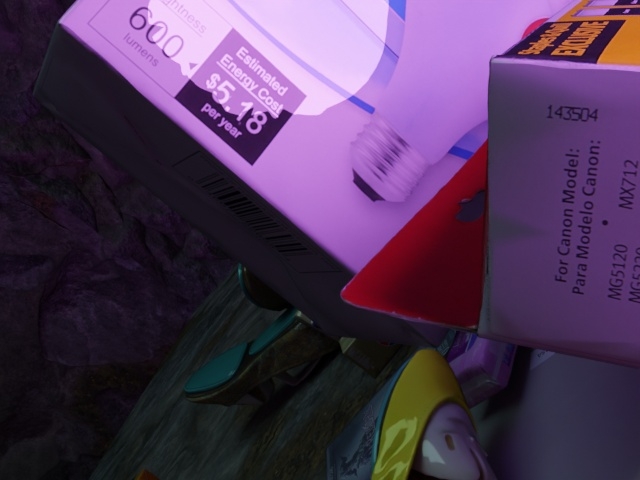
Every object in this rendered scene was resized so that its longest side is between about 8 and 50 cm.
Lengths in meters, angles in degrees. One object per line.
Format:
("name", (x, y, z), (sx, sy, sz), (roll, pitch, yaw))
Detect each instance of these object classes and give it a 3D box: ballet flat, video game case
("ballet flat", (-0.036, 0.073, 1.463), (0.124, 0.116, 0.342), (-10, -15, 12))
("ballet flat", (0.060, 0.160, 0.475), (0.077, 0.077, 0.231), (-12, 38, 42))
("ballet flat", (-0.097, 0.218, 1.427), (0.348, 0.123, 0.123), (-37, 16, 31))
("video game case", (0.100, 0.186, 0.911), (0.274, 0.026, 0.196), (-49, 10, 11))

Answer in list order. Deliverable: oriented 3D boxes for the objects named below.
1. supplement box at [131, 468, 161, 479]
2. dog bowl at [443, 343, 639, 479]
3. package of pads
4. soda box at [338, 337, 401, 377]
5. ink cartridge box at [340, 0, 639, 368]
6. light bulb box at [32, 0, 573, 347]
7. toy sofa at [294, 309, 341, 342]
("supplement box", (-0.206, 0.412, 0.996), (0.194, 0.191, 0.129), (-43, 12, 38))
("dog bowl", (0.170, 0.134, 0.537), (0.349, 0.102, 0.349), (-49, 10, 11))
("package of pads", (0.116, 0.078, 0.595), (0.050, 0.032, 0.083), (-41, 14, 44))
("soda box", (0.105, 0.095, 1.133), (0.181, 0.058, 0.061), (-50, 10, 5))
("ink cartridge box", (0.187, -0.059, 0.434), (0.309, 0.272, 0.130), (-41, -45, -57))
("light bulb box", (0.020, -0.159, 0.707), (0.361, 0.358, 0.225), (-55, 18, -16))
("toy sofa", (0.000, 0.000, 1.166), (0.150, 0.177, 0.362), (-56, -21, -19))
